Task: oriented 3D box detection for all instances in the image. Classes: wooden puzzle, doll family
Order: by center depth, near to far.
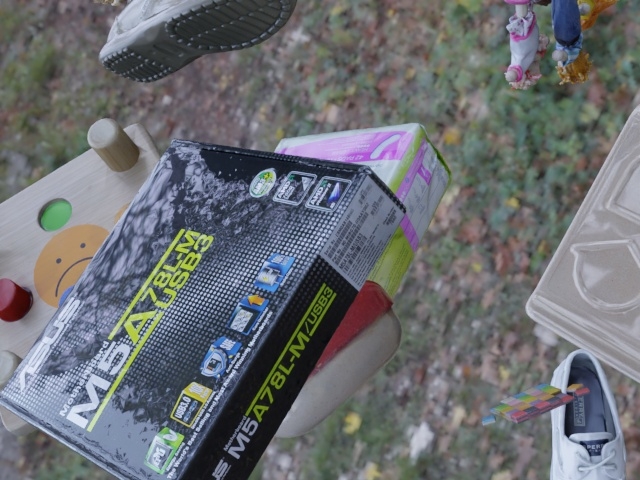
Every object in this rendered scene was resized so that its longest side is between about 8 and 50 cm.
[{"bbox_3d":[0.160,0.123,0.834,0.049,0.083,0.006,-172,63,-75],"label":"wooden puzzle"},{"bbox_3d":[0.289,-0.275,1.292,0.163,0.118,0.263,73,-152,-44],"label":"doll family"},{"bbox_3d":[0.489,0.025,1.456,0.347,0.322,0.080,-60,-32,4],"label":"wooden puzzle"}]

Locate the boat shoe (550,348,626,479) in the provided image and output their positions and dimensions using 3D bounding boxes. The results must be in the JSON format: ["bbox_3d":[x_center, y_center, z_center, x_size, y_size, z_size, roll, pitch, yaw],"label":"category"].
[{"bbox_3d":[0.319,0.255,1.321,0.084,0.095,0.258,82,-178,-59],"label":"boat shoe"}]

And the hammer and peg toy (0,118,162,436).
[{"bbox_3d":[-0.283,0.065,1.106,0.361,0.266,0.127,-32,-32,0],"label":"hammer and peg toy"}]

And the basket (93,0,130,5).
[{"bbox_3d":[-0.186,-0.395,1.153,0.299,0.214,0.223,-90,6,-58],"label":"basket"}]

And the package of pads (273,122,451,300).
[{"bbox_3d":[0.000,0.000,1.241,0.229,0.101,0.296,-1,46,39],"label":"package of pads"}]

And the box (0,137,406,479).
[{"bbox_3d":[-0.069,0.037,0.589,0.184,0.045,0.190,15,68,48],"label":"box"}]

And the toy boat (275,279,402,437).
[{"bbox_3d":[-0.039,0.068,0.929,0.151,0.151,0.231,-40,14,-23],"label":"toy boat"}]

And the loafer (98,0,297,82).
[{"bbox_3d":[-0.074,-0.133,0.626,0.148,0.056,0.050,-12,69,39],"label":"loafer"}]
